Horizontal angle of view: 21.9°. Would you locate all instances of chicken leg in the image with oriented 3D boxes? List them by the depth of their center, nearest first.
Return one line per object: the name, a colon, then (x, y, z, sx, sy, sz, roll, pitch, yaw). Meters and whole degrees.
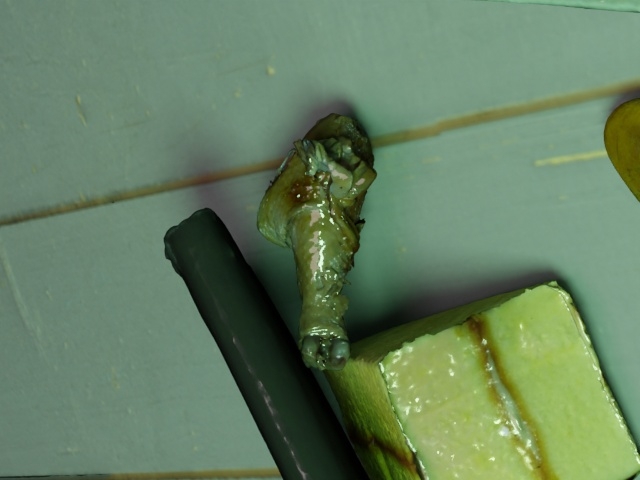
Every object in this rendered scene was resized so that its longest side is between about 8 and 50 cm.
chicken leg: (-0.002, -0.002, 1.291, 0.125, 0.080, 0.196, -152, 70, -71)

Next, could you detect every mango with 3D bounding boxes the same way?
mango: (0.237, -0.053, 1.113, 0.114, 0.057, 0.079, 40, 134, 34)

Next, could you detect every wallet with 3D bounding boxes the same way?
wallet: (-0.003, 0.179, 1.303, 0.406, 0.062, 0.228, 62, 180, 16)

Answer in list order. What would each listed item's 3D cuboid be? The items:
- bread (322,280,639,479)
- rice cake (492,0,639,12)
bread: (0.114, 0.130, 1.311, 0.264, 0.163, 0.168, 178, 69, -79)
rice cake: (0.156, -0.186, 1.122, 0.336, 0.066, 0.063, 14, 117, 39)
